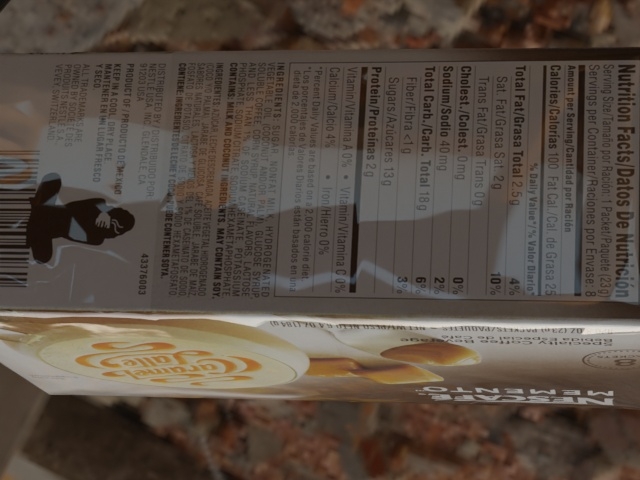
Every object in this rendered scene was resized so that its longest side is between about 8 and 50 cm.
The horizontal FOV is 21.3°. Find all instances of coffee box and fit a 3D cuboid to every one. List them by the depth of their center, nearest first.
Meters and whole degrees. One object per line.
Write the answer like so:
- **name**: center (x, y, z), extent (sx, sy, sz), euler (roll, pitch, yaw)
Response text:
- **coffee box**: center (0.000, 0.000, 0.626), extent (0.246, 0.098, 0.141), euler (1, 164, 9)

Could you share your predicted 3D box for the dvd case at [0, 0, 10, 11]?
- **dvd case**: center (-0.159, -0.168, 0.646), extent (0.022, 0.253, 0.180), euler (-4, 126, 25)
